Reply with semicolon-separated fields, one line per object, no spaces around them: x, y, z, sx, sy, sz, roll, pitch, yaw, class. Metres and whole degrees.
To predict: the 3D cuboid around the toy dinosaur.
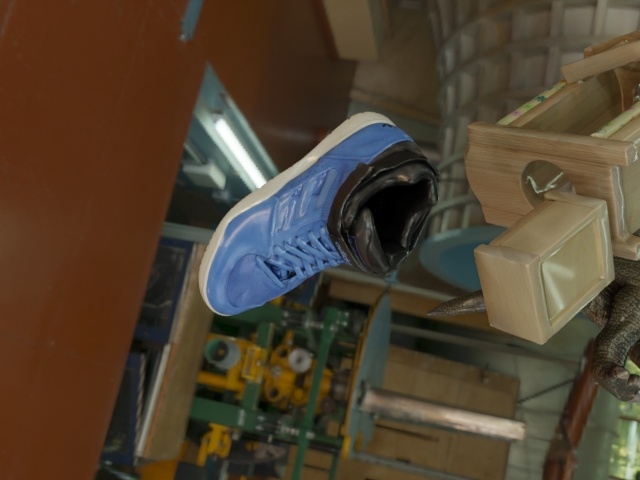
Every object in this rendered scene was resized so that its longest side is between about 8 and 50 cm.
0.221;0.031;0.502;0.160;0.313;0.121;-94;173;-47;toy dinosaur

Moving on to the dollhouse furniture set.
0.106;-0.078;0.378;0.182;0.101;0.161;-33;121;-28;dollhouse furniture set

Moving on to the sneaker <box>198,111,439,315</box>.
0.000;-0.001;0.446;0.058;0.152;0.084;48;2;-37;sneaker
